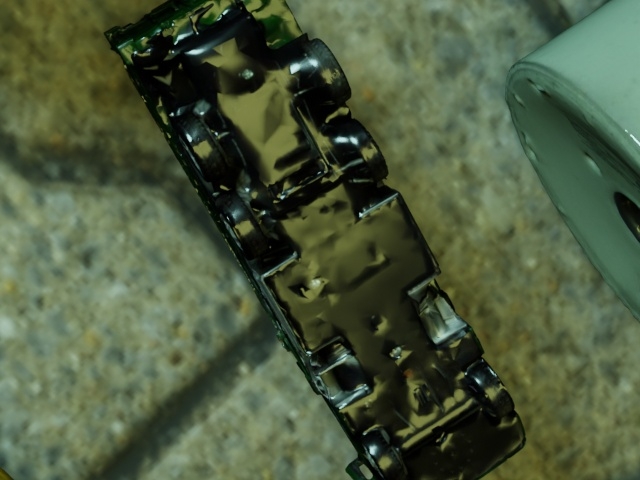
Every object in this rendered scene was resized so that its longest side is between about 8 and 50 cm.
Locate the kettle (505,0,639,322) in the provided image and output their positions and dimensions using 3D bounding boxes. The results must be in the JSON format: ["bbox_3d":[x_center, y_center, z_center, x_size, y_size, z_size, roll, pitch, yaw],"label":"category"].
[{"bbox_3d":[0.287,-0.066,0.735,0.318,0.205,0.265,-37,105,-5],"label":"kettle"}]

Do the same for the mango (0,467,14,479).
[{"bbox_3d":[-0.237,0.151,0.706,0.317,0.119,0.176,30,103,-12],"label":"mango"}]

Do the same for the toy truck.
[{"bbox_3d":[0.000,0.000,0.723,0.088,0.121,0.259,-31,107,-6],"label":"toy truck"}]
